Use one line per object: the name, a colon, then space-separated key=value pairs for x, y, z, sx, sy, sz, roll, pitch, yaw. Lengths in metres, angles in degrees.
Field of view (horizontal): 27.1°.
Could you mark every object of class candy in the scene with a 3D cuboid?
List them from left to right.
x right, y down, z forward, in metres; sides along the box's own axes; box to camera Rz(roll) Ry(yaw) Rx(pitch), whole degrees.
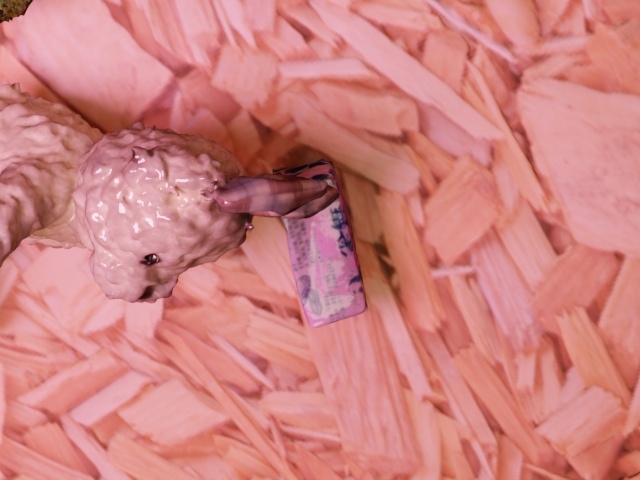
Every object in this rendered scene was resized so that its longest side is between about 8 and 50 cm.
candy: x=0.000 y=0.000 z=1.400 sx=0.073 sy=0.092 sz=0.160 roll=-15 pitch=110 yaw=0

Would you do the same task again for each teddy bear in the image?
teddy bear: x=-0.229 y=0.024 z=1.286 sx=0.362 sy=0.327 sz=0.375 roll=31 pitch=92 yaw=15

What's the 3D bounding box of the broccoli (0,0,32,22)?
broccoli: x=-0.343 y=-0.325 z=1.177 sx=0.308 sy=0.275 sz=0.307 roll=17 pitch=137 yaw=16
